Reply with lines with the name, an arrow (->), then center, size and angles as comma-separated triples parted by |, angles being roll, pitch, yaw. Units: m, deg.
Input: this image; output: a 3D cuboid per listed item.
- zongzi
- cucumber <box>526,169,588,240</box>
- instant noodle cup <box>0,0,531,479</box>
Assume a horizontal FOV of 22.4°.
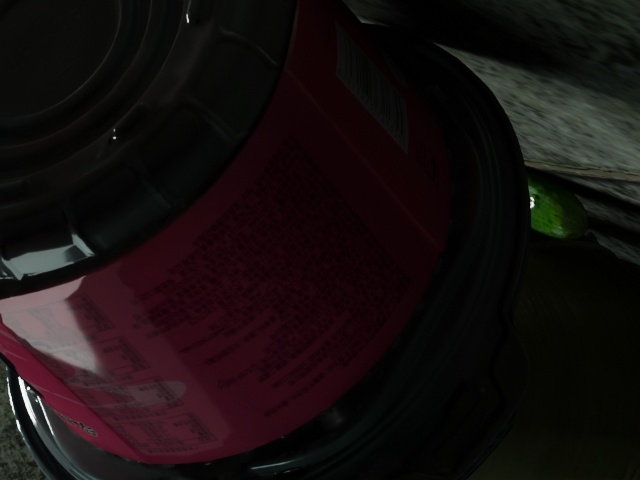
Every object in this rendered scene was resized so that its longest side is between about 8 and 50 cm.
zongzi -> 0.034, 0.044, 1.056 | 0.447, 0.181, 0.418 | 8, -157, -33
cucumber -> 0.114, -0.033, 1.022 | 0.037, 0.037, 0.155 | 26, 178, -37
instant noodle cup -> -0.063, -0.030, 0.652 | 0.302, 0.258, 0.181 | 23, 162, 38
